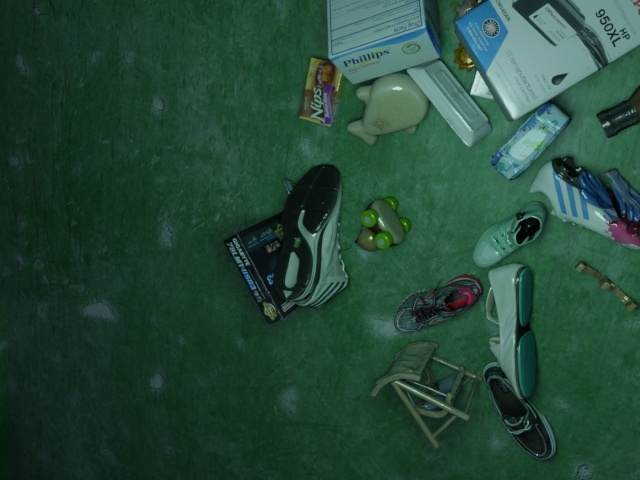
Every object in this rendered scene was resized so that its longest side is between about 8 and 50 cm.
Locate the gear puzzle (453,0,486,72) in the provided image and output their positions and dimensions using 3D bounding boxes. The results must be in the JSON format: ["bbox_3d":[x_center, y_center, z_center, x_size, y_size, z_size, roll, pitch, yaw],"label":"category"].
[{"bbox_3d":[0.445,-0.612,1.581,0.176,0.044,0.338,32,115,12],"label":"gear puzzle"}]

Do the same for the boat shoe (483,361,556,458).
[{"bbox_3d":[0.586,0.529,1.797,0.121,0.119,0.335,-36,89,27],"label":"boat shoe"}]

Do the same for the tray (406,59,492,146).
[{"bbox_3d":[0.361,-0.388,1.626,0.270,0.145,0.030,52,140,3],"label":"tray"}]

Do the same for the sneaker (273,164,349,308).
[{"bbox_3d":[-0.001,0.000,1.891,0.169,0.257,0.446,7,74,30],"label":"sneaker"}]

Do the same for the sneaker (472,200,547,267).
[{"bbox_3d":[0.514,-0.003,1.663,0.094,0.151,0.256,45,118,4],"label":"sneaker"}]

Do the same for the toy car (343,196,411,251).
[{"bbox_3d":[0.152,-0.026,1.825,0.188,0.155,0.148,-31,91,40],"label":"toy car"}]

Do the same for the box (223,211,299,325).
[{"bbox_3d":[-0.140,0.080,1.891,0.073,0.296,0.293,-27,92,30],"label":"box"}]

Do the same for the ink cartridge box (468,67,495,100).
[{"bbox_3d":[0.470,-0.423,1.606,0.123,0.052,0.088,15,111,7],"label":"ink cartridge box"}]

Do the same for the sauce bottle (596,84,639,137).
[{"bbox_3d":[0.848,-0.360,1.438,0.345,0.111,0.111,-27,93,26],"label":"sauce bottle"}]

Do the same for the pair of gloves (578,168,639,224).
[{"bbox_3d":[0.736,-0.111,1.514,0.159,0.198,0.023,67,149,21],"label":"pair of gloves"}]

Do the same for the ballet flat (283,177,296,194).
[{"bbox_3d":[-0.063,-0.119,1.940,0.070,0.070,0.188,-12,101,26],"label":"ballet flat"}]

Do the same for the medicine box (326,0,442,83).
[{"bbox_3d":[0.164,-0.603,1.584,0.264,0.149,0.289,-10,71,26],"label":"medicine box"}]

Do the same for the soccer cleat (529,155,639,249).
[{"bbox_3d":[0.709,-0.083,1.593,0.331,0.116,0.143,43,139,5],"label":"soccer cleat"}]

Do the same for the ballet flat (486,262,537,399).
[{"bbox_3d":[0.553,0.259,1.747,0.139,0.139,0.399,-2,100,24],"label":"ballet flat"}]

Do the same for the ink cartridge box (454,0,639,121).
[{"bbox_3d":[0.569,-0.514,1.448,0.395,0.166,0.285,-31,92,16],"label":"ink cartridge box"}]

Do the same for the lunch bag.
[{"bbox_3d":[0.550,-0.258,1.564,0.090,0.176,0.219,45,115,12],"label":"lunch bag"}]

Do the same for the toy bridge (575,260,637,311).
[{"bbox_3d":[0.775,0.116,1.630,0.188,0.063,0.026,39,116,8],"label":"toy bridge"}]

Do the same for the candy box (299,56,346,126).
[{"bbox_3d":[0.009,-0.450,1.813,0.109,0.053,0.186,20,110,17],"label":"candy box"}]

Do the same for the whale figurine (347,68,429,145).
[{"bbox_3d":[0.194,-0.387,1.718,0.216,0.141,0.272,29,142,-18],"label":"whale figurine"}]

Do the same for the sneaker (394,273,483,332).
[{"bbox_3d":[0.344,0.197,1.815,0.299,0.112,0.120,-34,89,28],"label":"sneaker"}]

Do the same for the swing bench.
[{"bbox_3d":[0.325,0.438,1.812,0.255,0.253,0.165,40,116,8],"label":"swing bench"}]
